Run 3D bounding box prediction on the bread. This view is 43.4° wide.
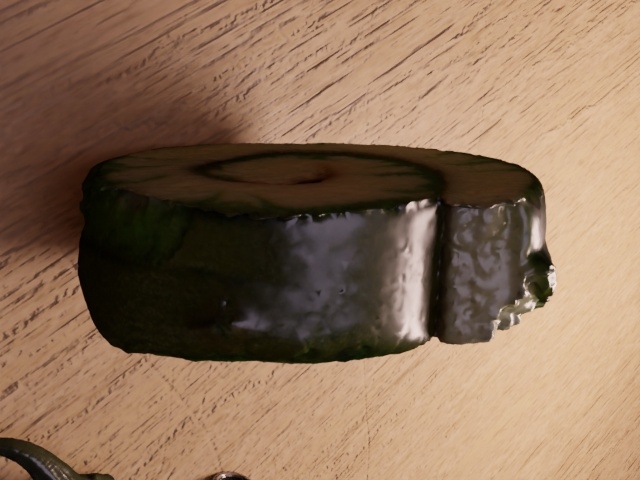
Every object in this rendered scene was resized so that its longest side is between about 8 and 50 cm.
[{"bbox_3d":[0.000,0.000,0.667,0.366,0.381,0.129,-29,123,-64],"label":"bread"}]

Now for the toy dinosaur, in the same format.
[{"bbox_3d":[-0.259,0.271,0.728,0.178,0.087,0.187,9,97,-45],"label":"toy dinosaur"}]

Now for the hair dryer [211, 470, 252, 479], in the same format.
[{"bbox_3d":[-0.182,0.354,0.863,0.220,0.053,0.195,8,99,-37],"label":"hair dryer"}]
